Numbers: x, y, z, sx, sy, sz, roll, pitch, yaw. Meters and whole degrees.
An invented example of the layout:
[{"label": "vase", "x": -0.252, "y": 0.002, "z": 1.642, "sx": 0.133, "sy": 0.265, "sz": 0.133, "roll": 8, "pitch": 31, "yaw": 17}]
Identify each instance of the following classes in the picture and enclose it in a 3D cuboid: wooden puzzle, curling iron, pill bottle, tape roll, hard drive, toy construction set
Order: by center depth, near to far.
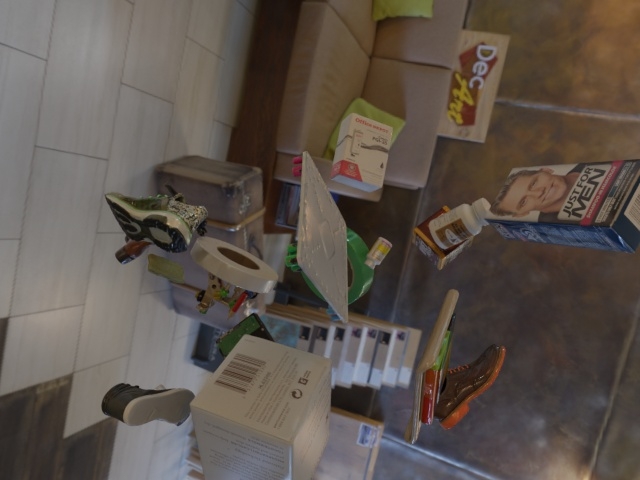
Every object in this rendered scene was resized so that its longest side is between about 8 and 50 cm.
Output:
[{"label": "wooden puzzle", "x": 0.224, "y": 0.245, "z": 0.860, "sx": 0.221, "sy": 0.044, "sz": 0.238, "roll": -50, "pitch": 149, "yaw": -48}, {"label": "pill bottle", "x": 0.153, "y": 0.035, "z": 1.187, "sx": 0.083, "sy": 0.043, "sz": 0.043, "roll": -54, "pitch": 156, "yaw": -4}, {"label": "pill bottle", "x": 0.556, "y": -0.069, "z": 1.733, "sx": 0.131, "sy": 0.229, "sz": 0.131, "roll": 33, "pitch": 41, "yaw": -34}, {"label": "tape roll", "x": 0.056, "y": 0.095, "z": 1.739, "sx": 0.077, "sy": 0.321, "sz": 0.320, "roll": -26, "pitch": 128, "yaw": -45}, {"label": "curling iron", "x": -0.549, "y": -0.127, "z": 1.825, "sx": 0.273, "sy": 0.035, "sz": 0.068, "roll": 60, "pitch": -2, "yaw": -25}, {"label": "tape roll", "x": -0.368, "y": 0.102, "z": 1.906, "sx": 0.071, "sy": 0.392, "sz": 0.392, "roll": -63, "pitch": 160, "yaw": 6}, {"label": "toy construction set", "x": -0.414, "y": 0.257, "z": 1.906, "sx": 0.237, "sy": 0.258, "sz": 0.309, "roll": -57, "pitch": -158, "yaw": 6}, {"label": "hard drive", "x": -0.307, "y": 0.537, "z": 2.040, "sx": 0.237, "sy": 0.338, "sz": 0.064, "roll": -37, "pitch": 160, "yaw": -1}]

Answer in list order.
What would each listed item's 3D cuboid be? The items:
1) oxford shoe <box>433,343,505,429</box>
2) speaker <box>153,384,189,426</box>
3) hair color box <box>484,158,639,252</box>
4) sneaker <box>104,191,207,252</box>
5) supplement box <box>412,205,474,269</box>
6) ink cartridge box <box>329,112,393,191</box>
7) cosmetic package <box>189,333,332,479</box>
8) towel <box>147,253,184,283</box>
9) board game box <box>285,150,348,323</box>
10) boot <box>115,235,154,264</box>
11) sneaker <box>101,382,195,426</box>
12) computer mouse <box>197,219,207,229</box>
[{"label": "oxford shoe", "x": 0.385, "y": 0.366, "z": 1.176, "sx": 0.271, "sy": 0.098, "sz": 0.097, "roll": -45, "pitch": 168, "yaw": -13}, {"label": "speaker", "x": -0.481, "y": 0.523, "z": 1.409, "sx": 0.055, "sy": 0.136, "sz": 0.055, "roll": -47, "pitch": 164, "yaw": -19}, {"label": "hair color box", "x": 0.580, "y": -0.085, "z": 1.052, "sx": 0.105, "sy": 0.347, "sz": 0.173, "roll": 36, "pitch": 81, "yaw": -22}, {"label": "sneaker", "x": -0.525, "y": -0.088, "z": 1.433, "sx": 0.182, "sy": 0.411, "sz": 0.157, "roll": -45, "pitch": 143, "yaw": -39}, {"label": "supplement box", "x": 0.550, "y": -0.011, "z": 1.995, "sx": 0.194, "sy": 0.191, "sz": 0.129, "roll": -36, "pitch": 154, "yaw": -9}, {"label": "ink cartridge box", "x": 0.176, "y": -0.374, "z": 1.898, "sx": 0.117, "sy": 0.208, "sz": 0.282, "roll": 165, "pitch": -62, "yaw": -69}, {"label": "cosmetic package", "x": -0.167, "y": 0.580, "z": 1.414, "sx": 0.329, "sy": 0.328, "sz": 0.393, "roll": -54, "pitch": 150, "yaw": -53}, {"label": "towel", "x": -0.590, "y": 0.109, "z": 1.693, "sx": 0.148, "sy": 0.110, "sz": 0.027, "roll": 28, "pitch": 111, "yaw": -32}, {"label": "board game box", "x": 0.000, "y": 0.000, "z": 1.330, "sx": 0.390, "sy": 0.051, "sz": 0.389, "roll": 57, "pitch": 28, "yaw": -50}, {"label": "boot", "x": -0.661, "y": -0.039, "z": 1.775, "sx": 0.096, "sy": 0.281, "sz": 0.264, "roll": 58, "pitch": 7, "yaw": -13}, {"label": "sneaker", "x": -0.495, "y": 0.463, "z": 1.283, "sx": 0.296, "sy": 0.147, "sz": 0.104, "roll": 35, "pitch": 68, "yaw": -63}, {"label": "computer mouse", "x": -0.537, "y": -0.096, "z": 1.623, "sx": 0.041, "sy": 0.242, "sz": 0.071, "roll": -97, "pitch": -151, "yaw": -50}]
